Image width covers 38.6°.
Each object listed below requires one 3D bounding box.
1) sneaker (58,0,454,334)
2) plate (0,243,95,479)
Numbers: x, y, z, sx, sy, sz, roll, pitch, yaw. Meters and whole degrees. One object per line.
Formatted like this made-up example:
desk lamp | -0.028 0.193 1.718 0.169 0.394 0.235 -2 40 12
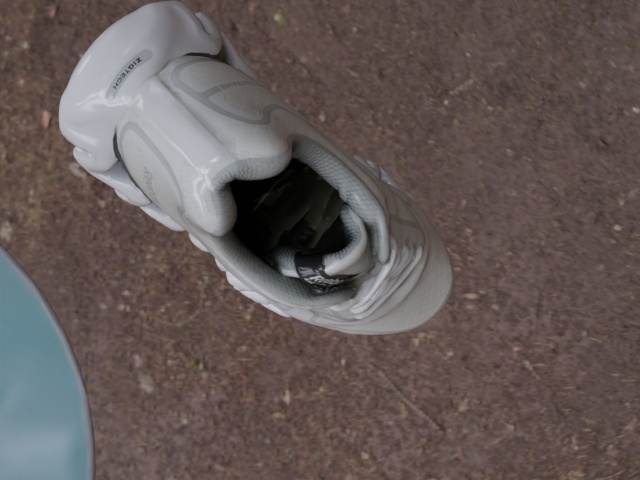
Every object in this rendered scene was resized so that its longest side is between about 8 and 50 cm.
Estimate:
sneaker | 0.000 0.000 0.472 0.118 0.292 0.110 39 94 39
plate | -0.155 0.064 0.246 0.024 0.188 0.188 -27 68 55
